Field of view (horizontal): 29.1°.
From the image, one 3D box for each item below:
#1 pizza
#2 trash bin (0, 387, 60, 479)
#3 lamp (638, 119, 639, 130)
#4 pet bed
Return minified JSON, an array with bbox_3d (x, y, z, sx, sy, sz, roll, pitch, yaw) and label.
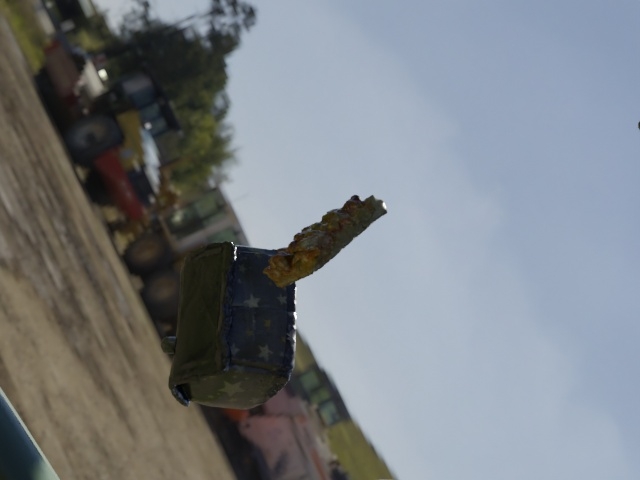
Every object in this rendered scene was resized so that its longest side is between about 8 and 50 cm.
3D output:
[{"bbox_3d":[0.000,0.000,1.471,0.046,0.175,0.134,53,9,-4],"label":"pizza"},{"bbox_3d":[-0.298,0.165,0.916,0.343,0.158,0.223,48,-17,27],"label":"trash bin"},{"bbox_3d":[0.507,-0.167,1.493,0.247,0.246,0.247,155,-90,-84],"label":"lamp"},{"bbox_3d":[-0.137,0.117,1.730,0.183,0.159,0.211,135,-40,-56],"label":"pet bed"}]
